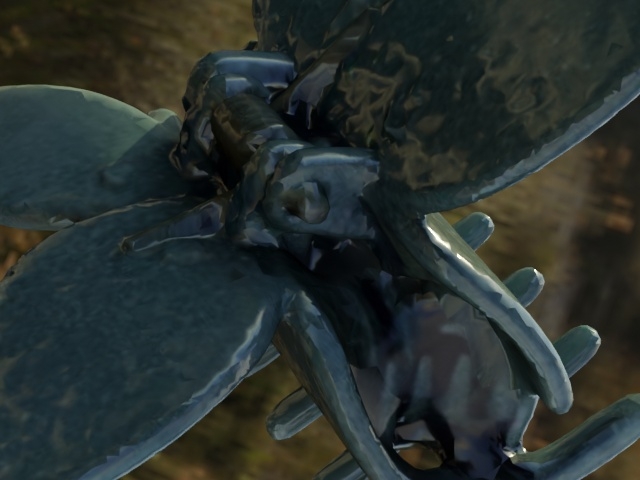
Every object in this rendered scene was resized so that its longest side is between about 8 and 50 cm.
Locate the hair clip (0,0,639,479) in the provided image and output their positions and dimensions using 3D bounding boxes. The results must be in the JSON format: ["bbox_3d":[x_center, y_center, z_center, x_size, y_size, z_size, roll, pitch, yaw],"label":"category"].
[{"bbox_3d":[0.000,0.000,1.030,0.392,0.318,0.238,-38,132,-3],"label":"hair clip"}]
